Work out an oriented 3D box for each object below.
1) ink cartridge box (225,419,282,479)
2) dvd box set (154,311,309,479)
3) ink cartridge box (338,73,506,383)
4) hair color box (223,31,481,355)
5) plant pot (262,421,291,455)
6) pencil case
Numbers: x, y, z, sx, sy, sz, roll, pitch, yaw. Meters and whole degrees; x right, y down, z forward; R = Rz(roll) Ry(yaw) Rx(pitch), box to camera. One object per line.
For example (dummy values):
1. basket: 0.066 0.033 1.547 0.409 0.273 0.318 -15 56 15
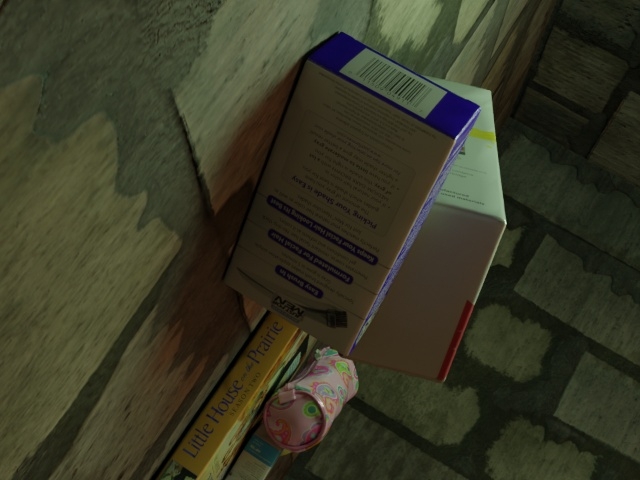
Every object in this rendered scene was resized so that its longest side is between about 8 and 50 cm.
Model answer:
1. ink cartridge box: -0.126 0.416 1.803 0.180 0.060 0.104 -60 174 13
2. dvd box set: -0.151 0.308 1.700 0.420 0.062 0.308 -55 170 -22
3. ink cartridge box: 0.143 -0.034 1.449 0.385 0.160 0.279 -79 -178 -57
4. hair color box: 0.028 -0.047 1.175 0.110 0.185 0.339 -48 166 -53
5. plant pot: -0.095 0.337 1.948 0.134 0.134 0.095 -55 141 -25
6. pencil case: -0.013 0.280 1.817 0.124 0.124 0.284 -62 172 16
